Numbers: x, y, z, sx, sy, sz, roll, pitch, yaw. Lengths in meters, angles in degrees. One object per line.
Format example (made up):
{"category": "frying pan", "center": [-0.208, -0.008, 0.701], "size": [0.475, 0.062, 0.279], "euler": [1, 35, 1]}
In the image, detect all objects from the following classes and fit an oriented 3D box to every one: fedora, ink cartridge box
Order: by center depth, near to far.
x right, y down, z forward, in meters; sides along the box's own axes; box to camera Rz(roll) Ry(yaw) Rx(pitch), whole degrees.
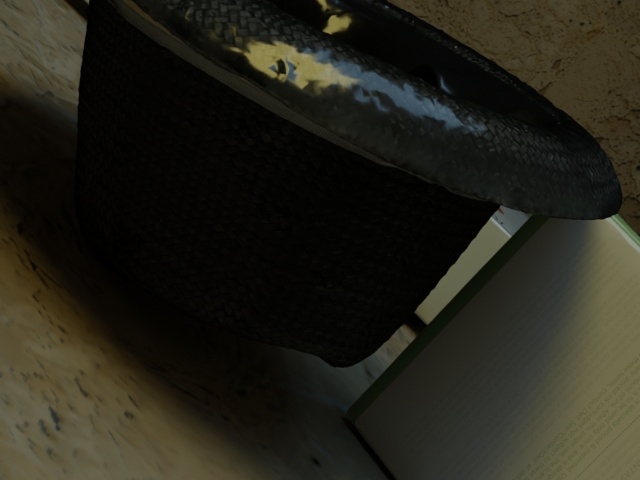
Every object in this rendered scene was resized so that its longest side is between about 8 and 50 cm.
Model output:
{"category": "fedora", "center": [-0.025, -0.046, 0.748], "size": [0.334, 0.153, 0.334], "euler": [26, 13, -6]}
{"category": "ink cartridge box", "center": [0.138, 0.107, 0.748], "size": [0.056, 0.171, 0.235], "euler": [28, 19, -54]}

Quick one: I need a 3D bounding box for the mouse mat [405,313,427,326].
{"category": "mouse mat", "center": [0.000, 0.000, 1.103], "size": [0.152, 0.007, 0.189], "euler": [48, 13, 25]}

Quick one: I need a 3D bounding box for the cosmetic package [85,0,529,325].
{"category": "cosmetic package", "center": [-0.001, -0.101, 1.238], "size": [0.377, 0.097, 0.284], "euler": [43, 11, 4]}
